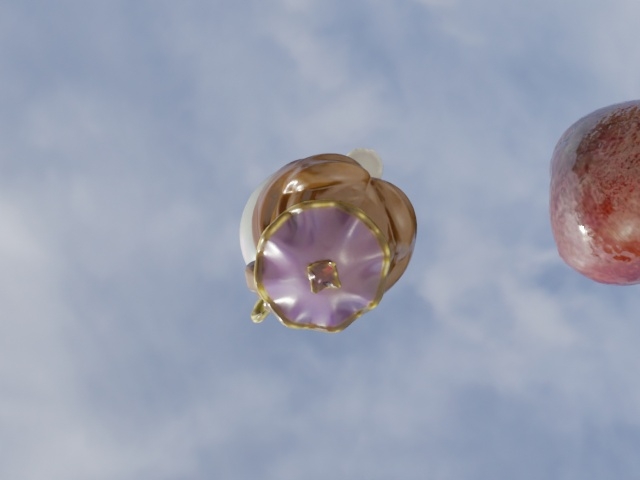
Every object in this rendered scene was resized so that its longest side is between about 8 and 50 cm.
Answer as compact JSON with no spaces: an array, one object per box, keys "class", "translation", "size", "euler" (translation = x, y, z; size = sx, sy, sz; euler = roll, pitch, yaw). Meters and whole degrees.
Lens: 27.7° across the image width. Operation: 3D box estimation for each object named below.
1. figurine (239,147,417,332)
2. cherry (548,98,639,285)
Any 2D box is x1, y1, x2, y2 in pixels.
[{"class":"figurine","translation":[0.000,0.000,1.154],"size":[0.142,0.263,0.189],"euler":[28,-91,-9]},{"class":"cherry","translation":[0.393,-0.061,1.564],"size":[0.239,0.239,0.206],"euler":[-48,-51,-34]}]
